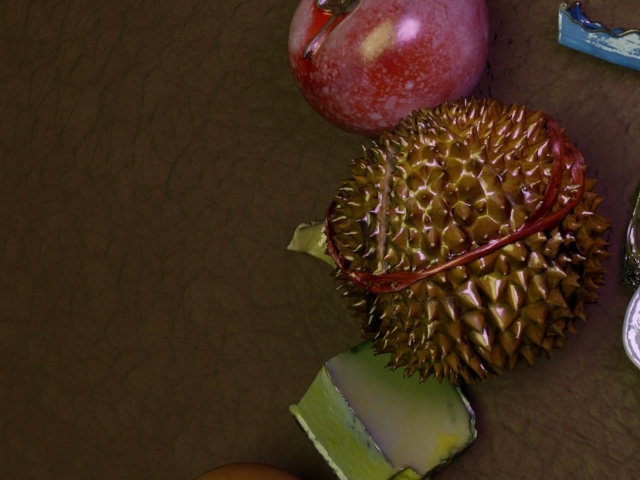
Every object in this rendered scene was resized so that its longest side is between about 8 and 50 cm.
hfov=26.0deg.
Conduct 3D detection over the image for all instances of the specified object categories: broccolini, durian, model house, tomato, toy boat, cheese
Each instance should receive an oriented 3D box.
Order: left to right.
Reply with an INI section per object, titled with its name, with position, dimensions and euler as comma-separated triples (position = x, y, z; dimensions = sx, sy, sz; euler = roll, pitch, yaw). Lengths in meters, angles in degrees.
[cheese]
position = -0.001, -0.001, 1.922
dimensions = 0.084, 0.041, 0.060
euler = 16, 105, 15
[model house]
position = 0.076, 0.252, 1.840
dimensions = 0.194, 0.170, 0.211
euler = 52, 142, 14
[tomato]
position = 0.092, -0.252, 1.760
dimensions = 0.270, 0.227, 0.270
euler = -29, 44, 32
[durian]
position = 0.169, -0.002, 1.637
dimensions = 0.348, 0.384, 0.347
euler = -7, 61, 13
[toy boat]
position = 0.376, -0.252, 1.676
dimensions = 0.185, 0.075, 0.077
euler = 24, 110, 26
[broccolini]
position = 0.389, -0.030, 1.689
dimensions = 0.052, 0.054, 0.194
euler = 3, 89, 50

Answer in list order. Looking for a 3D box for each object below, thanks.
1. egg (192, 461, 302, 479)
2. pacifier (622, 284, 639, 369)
[egg]
position = -0.074, 0.448, 1.839
dimensions = 0.250, 0.250, 0.322
euler = -39, 79, 25
[pacifier]
position = 0.469, 0.142, 1.536
dimensions = 0.238, 0.226, 0.287
euler = -16, 82, 11
